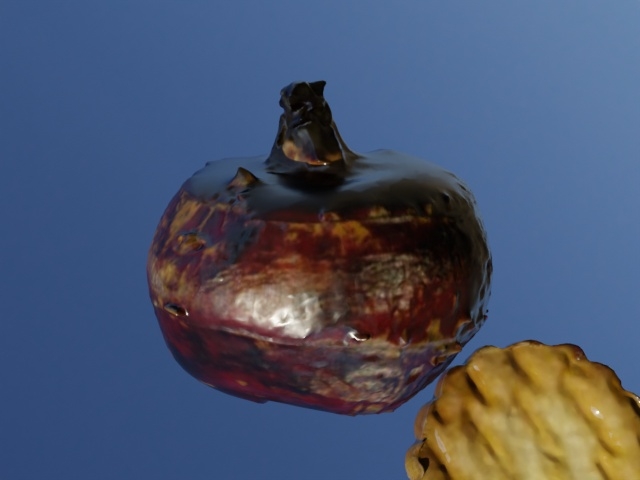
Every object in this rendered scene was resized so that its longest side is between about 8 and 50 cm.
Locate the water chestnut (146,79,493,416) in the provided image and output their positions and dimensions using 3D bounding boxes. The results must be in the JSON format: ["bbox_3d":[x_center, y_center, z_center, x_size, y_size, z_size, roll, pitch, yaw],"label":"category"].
[{"bbox_3d":[0.000,0.000,1.637,0.350,0.350,0.302,-18,-68,-56],"label":"water chestnut"}]

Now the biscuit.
[{"bbox_3d":[0.253,0.280,2.068,0.326,0.107,0.326,2,-105,-9],"label":"biscuit"}]
